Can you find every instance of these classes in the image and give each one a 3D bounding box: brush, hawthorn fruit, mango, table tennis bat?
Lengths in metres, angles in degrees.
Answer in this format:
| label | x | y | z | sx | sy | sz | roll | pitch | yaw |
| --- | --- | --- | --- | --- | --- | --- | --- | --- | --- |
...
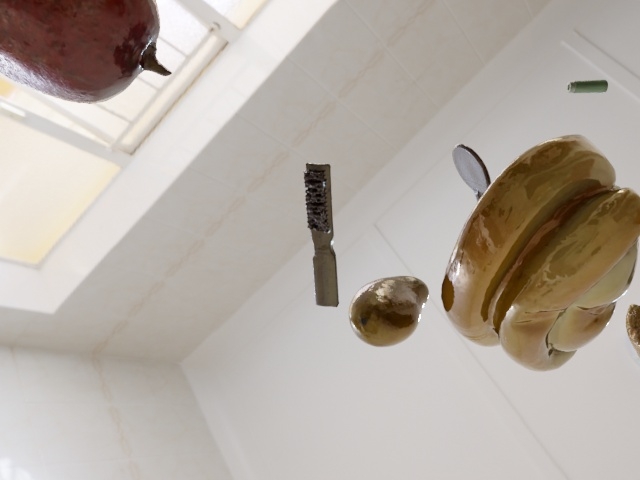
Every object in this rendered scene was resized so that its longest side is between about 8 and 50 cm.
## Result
| label | x | y | z | sx | sy | sz | roll | pitch | yaw |
| --- | --- | --- | --- | --- | --- | --- | --- | --- | --- |
| brush | 0.000 | 0.000 | 0.935 | 0.043 | 0.036 | 0.248 | 6 | -65 | 21 |
| hawthorn fruit | -0.302 | -0.274 | 0.746 | 0.215 | 0.250 | 0.215 | -61 | -167 | 25 |
| mango | 0.135 | 0.130 | 1.147 | 0.136 | 0.227 | 0.099 | 26 | -57 | 24 |
| table tennis bat | 0.264 | -0.090 | 1.153 | 0.119 | 0.170 | 0.107 | -32 | -152 | -8 |

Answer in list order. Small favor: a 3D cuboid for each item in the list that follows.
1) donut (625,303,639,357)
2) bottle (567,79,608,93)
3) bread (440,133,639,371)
| label | x | y | z | sx | sy | sz | roll | pitch | yaw |
| --- | --- | --- | --- | --- | --- | --- | --- | --- | --- |
| donut | 0.324 | 0.088 | 0.553 | 0.067 | 0.038 | 0.083 | -36 | -147 | 37 |
| bottle | 0.608 | -0.351 | 1.341 | 0.083 | 0.030 | 0.030 | -1 | -106 | 2 |
| bread | 0.375 | 0.034 | 0.969 | 0.245 | 0.424 | 0.329 | 29 | -124 | 26 |
